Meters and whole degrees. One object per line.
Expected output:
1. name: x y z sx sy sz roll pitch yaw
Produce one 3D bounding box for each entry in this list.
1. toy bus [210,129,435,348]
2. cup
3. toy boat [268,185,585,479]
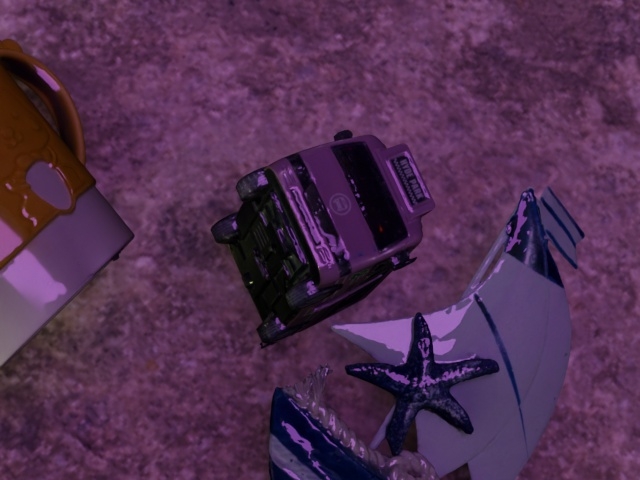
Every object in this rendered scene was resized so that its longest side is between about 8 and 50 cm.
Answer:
1. toy bus: 0.000 0.000 1.211 0.108 0.199 0.096 -22 81 -16
2. cup: -0.234 -0.045 1.183 0.226 0.185 0.241 46 43 -3
3. toy boat: 0.071 0.098 1.229 0.210 0.070 0.291 7 98 -21
